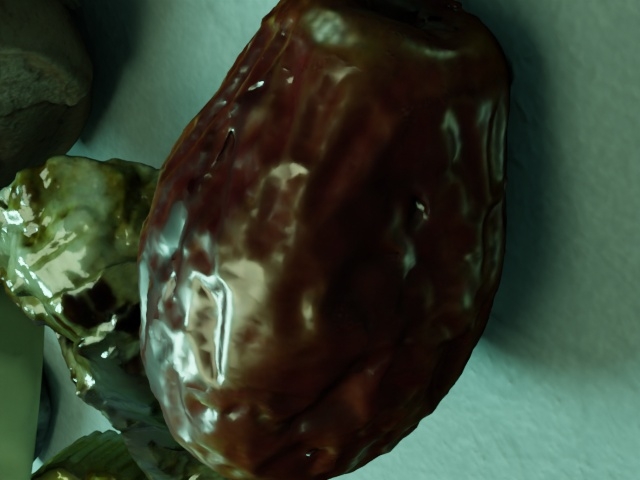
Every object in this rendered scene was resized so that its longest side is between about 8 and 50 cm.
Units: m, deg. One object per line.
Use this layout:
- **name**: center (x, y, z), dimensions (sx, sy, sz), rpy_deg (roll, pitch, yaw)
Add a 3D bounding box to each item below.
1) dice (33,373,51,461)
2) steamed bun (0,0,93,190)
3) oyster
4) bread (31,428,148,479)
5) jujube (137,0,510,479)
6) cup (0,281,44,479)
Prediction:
- **dice**: center (-0.371, 0.154, 1.438), dimensions (0.182, 0.181, 0.183), rpy_deg (48, 143, 20)
- **steamed bun**: center (-0.269, -0.154, 1.077), dimensions (0.301, 0.199, 0.251), rpy_deg (100, 149, -72)
- **oyster**: center (-0.123, 0.067, 1.078), dimensions (0.198, 0.133, 0.337), rpy_deg (10, 146, 16)
- **bread**: center (-0.146, 0.274, 1.224), dimensions (0.179, 0.133, 0.250), rpy_deg (-41, 86, 13)
- **jujube**: center (0.000, 0.000, 0.836), dimensions (0.197, 0.197, 0.290), rpy_deg (39, 125, 32)
- **cup**: center (-0.309, 0.070, 1.133), dimensions (0.173, 0.202, 0.255), rpy_deg (124, 149, -64)
